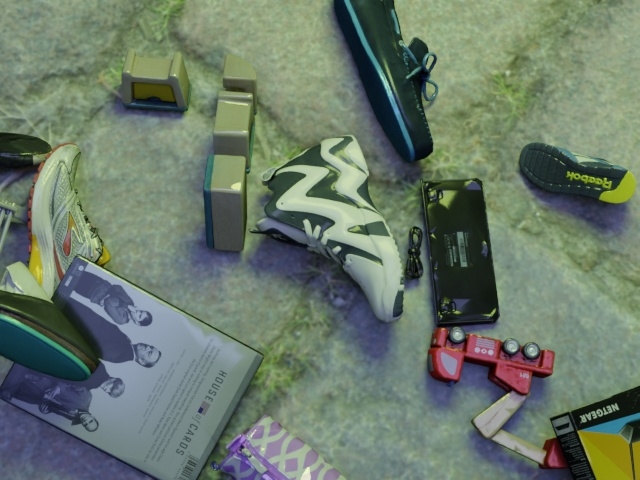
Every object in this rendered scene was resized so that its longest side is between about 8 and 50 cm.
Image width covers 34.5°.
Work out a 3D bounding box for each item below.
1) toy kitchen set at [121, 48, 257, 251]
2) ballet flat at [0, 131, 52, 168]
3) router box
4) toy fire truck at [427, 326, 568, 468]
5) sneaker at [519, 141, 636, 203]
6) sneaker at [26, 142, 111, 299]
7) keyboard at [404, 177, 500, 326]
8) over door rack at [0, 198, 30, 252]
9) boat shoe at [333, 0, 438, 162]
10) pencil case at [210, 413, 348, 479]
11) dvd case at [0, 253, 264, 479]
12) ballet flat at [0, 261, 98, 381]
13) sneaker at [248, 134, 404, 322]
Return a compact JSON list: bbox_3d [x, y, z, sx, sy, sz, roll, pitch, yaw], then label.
[{"bbox_3d":[-0.164,-0.109,1.226,0.166,0.122,0.207,4,55,0],"label":"toy kitchen set"},{"bbox_3d":[-0.409,-0.098,1.241,0.173,0.049,0.057,-5,33,-4],"label":"ballet flat"},{"bbox_3d":[0.356,0.231,1.141,0.179,0.046,0.133,-13,76,-26],"label":"router box"},{"bbox_3d":[0.211,0.181,1.178,0.192,0.047,0.135,12,76,2],"label":"toy fire truck"},{"bbox_3d":[0.311,-0.081,1.249,0.144,0.059,0.053,22,107,20],"label":"sneaker"},{"bbox_3d":[-0.289,-0.001,1.199,0.093,0.088,0.225,0,85,-6],"label":"sneaker"},{"bbox_3d":[0.150,0.013,1.233,0.108,0.023,0.180,-3,75,-9],"label":"keyboard"},{"bbox_3d":[-0.495,0.021,1.104,0.324,0.108,0.239,26,71,-41],"label":"over door rack"},{"bbox_3d":[0.094,-0.223,1.249,0.089,0.109,0.258,-17,79,-9],"label":"boat shoe"},{"bbox_3d":[-0.016,0.277,1.127,0.206,0.088,0.086,38,80,7],"label":"pencil case"},{"bbox_3d":[-0.209,0.149,1.147,0.239,0.029,0.179,30,85,-8],"label":"dvd case"},{"bbox_3d":[-0.354,0.058,1.062,0.281,0.095,0.096,22,56,-21],"label":"ballet flat"},{"bbox_3d":[0.000,0.000,1.196,0.153,0.094,0.234,-17,77,-4],"label":"sneaker"}]
